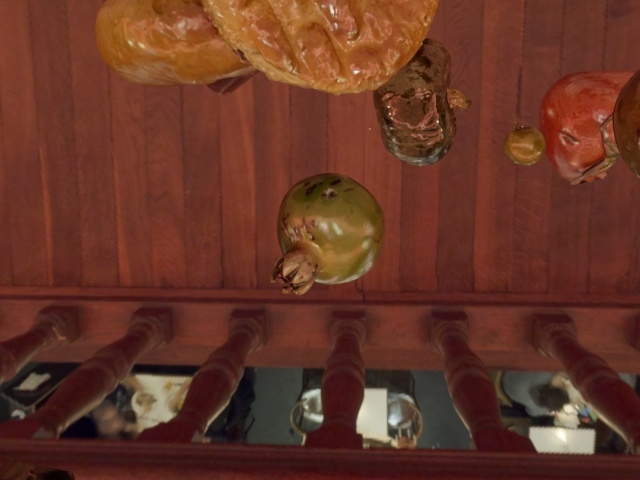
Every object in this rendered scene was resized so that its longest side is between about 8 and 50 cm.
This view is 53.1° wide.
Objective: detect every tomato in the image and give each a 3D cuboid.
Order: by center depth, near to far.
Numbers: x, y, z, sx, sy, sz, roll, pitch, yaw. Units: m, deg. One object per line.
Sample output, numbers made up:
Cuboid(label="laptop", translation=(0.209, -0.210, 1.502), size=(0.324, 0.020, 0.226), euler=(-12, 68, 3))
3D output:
Cuboid(label="tomato", translation=(0.591, -0.290, 1.476), size=(0.170, 0.309, 0.309), euler=(17, 101, -16))

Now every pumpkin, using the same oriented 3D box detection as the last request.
Cuboid(label="pumpkin", translation=(0.254, -0.353, 1.593), size=(0.242, 0.232, 0.325), euler=(-5, 93, 11))

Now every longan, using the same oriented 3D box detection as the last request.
Cuboid(label="longan", translation=(0.355, -0.172, 1.116), size=(0.075, 0.075, 0.083), euler=(-19, 95, 7))

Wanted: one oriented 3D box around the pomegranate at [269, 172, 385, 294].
Cuboid(label="pomegranate", translation=(0.007, 0.004, 1.001), size=(0.179, 0.179, 0.211), euler=(22, 74, 0))

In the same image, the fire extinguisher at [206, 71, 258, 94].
Cuboid(label="fire extinguisher", translation=(-0.186, -0.386, 1.369), size=(0.104, 0.269, 0.105), euler=(-1, 93, -20))

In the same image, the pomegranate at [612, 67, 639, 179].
Cuboid(label="pomegranate", translation=(0.620, -0.170, 0.956), size=(0.323, 0.291, 0.291), euler=(45, 100, 13))

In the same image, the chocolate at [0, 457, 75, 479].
Cuboid(label="chocolate", translation=(-0.288, 0.263, 0.430), size=(0.206, 0.177, 0.224), euler=(-4, 67, 32))

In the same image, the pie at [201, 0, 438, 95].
Cuboid(label="pie", translation=(0.005, -0.333, 0.769), size=(0.339, 0.083, 0.340), euler=(-2, 93, -30))

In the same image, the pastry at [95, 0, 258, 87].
Cuboid(label="pastry", translation=(-0.167, -0.329, 0.974), size=(0.355, 0.356, 0.164), euler=(-10, 117, 6))
